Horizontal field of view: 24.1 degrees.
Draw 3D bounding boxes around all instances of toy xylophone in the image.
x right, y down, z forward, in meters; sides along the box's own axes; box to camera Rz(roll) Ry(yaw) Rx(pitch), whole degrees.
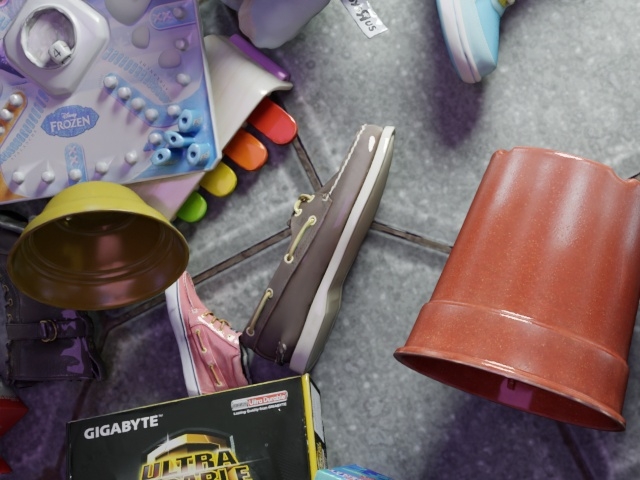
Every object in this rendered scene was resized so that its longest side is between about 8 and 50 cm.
[{"bbox_3d":[-0.193,-0.139,1.914,0.322,0.081,0.236,-45,76,5],"label":"toy xylophone"}]

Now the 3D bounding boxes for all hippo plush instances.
[{"bbox_3d":[-0.074,-0.357,1.797,0.234,0.236,0.294,-53,54,17],"label":"hippo plush"}]

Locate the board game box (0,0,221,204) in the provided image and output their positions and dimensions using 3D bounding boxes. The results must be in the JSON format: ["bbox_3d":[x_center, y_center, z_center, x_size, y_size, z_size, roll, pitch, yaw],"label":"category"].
[{"bbox_3d":[-0.337,-0.252,1.863,0.389,0.050,0.390,-8,92,19],"label":"board game box"}]

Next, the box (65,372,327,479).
[{"bbox_3d":[-0.148,0.319,1.816,0.321,0.079,0.257,-12,63,12],"label":"box"}]

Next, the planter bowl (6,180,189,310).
[{"bbox_3d":[-0.271,-0.009,1.816,0.217,0.217,0.090,-18,55,11],"label":"planter bowl"}]

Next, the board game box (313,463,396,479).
[{"bbox_3d":[0.084,0.310,1.733,0.160,0.210,0.047,20,89,14],"label":"board game box"}]

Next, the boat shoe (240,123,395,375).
[{"bbox_3d":[0.000,0.000,1.839,0.096,0.116,0.324,22,95,11],"label":"boat shoe"}]

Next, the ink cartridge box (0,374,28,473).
[{"bbox_3d":[-0.465,0.190,1.914,0.078,0.134,0.231,-43,77,5],"label":"ink cartridge box"}]

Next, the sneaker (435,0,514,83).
[{"bbox_3d":[0.241,-0.355,1.815,0.208,0.127,0.319,-5,83,14],"label":"sneaker"}]

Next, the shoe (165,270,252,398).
[{"bbox_3d":[-0.139,0.113,1.886,0.081,0.063,0.178,-14,86,10],"label":"shoe"}]

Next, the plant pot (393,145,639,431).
[{"bbox_3d":[0.252,0.050,1.711,0.272,0.272,0.265,16,79,14],"label":"plant pot"}]

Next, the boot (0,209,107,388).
[{"bbox_3d":[-0.395,0.077,1.936,0.262,0.091,0.229,3,95,25],"label":"boot"}]
